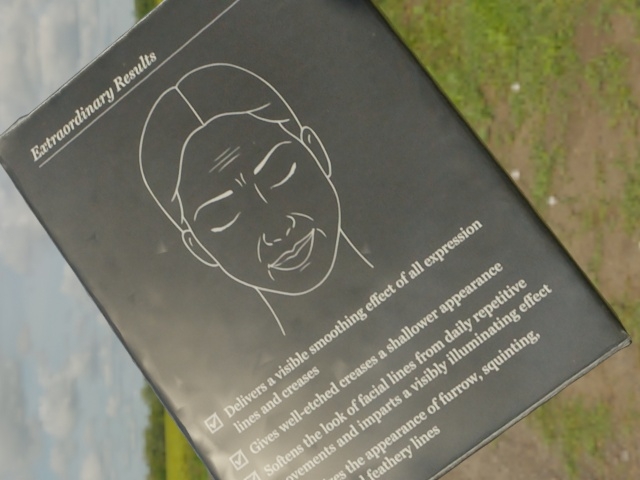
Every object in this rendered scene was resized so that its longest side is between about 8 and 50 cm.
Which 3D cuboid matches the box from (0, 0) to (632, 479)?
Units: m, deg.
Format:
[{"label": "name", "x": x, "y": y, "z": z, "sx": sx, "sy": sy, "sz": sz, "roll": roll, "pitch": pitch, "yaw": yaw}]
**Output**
[{"label": "box", "x": 0.000, "y": 0.000, "z": 0.840, "sx": 0.395, "sy": 0.293, "sz": 0.212, "roll": 54, "pitch": -170, "yaw": 10}]
